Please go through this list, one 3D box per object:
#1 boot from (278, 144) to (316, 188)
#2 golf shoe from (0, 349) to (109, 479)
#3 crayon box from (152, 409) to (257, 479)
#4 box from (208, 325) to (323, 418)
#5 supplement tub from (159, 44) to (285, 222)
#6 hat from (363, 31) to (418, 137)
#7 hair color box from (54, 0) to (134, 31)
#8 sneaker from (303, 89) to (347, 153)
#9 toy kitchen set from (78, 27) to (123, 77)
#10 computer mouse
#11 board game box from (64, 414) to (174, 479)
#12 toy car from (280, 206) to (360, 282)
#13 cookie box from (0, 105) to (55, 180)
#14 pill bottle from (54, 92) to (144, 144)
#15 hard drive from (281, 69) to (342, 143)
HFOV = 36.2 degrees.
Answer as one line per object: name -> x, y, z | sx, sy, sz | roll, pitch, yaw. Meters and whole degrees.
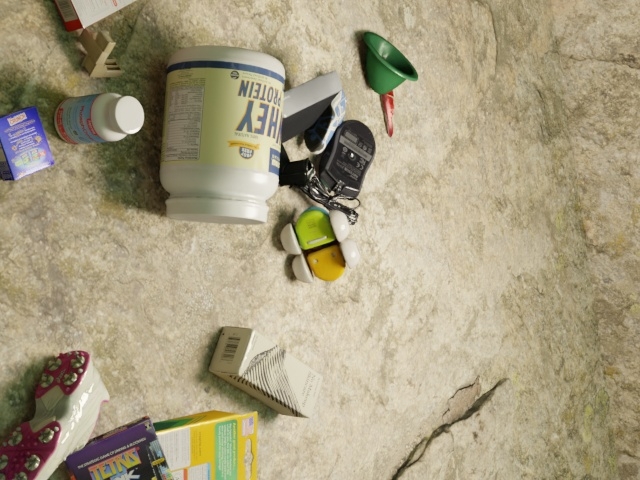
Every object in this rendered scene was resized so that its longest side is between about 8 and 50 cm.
boot -> -0.064, -0.174, 2.211 | 0.045, 0.099, 0.121 | -25, 110, -51
golf shoe -> -0.457, 0.344, 1.700 | 0.140, 0.115, 0.306 | 63, 40, -42
crayon box -> -0.264, 0.462, 1.977 | 0.323, 0.083, 0.203 | -1, 91, -51
box -> -0.116, 0.293, 2.154 | 0.275, 0.094, 0.113 | 39, 61, -44
supplement tub -> -0.195, -0.201, 1.935 | 0.235, 0.235, 0.324 | 8, 84, -52
hat -> 0.137, -0.402, 2.528 | 0.208, 0.183, 0.173 | 50, 28, 16
hair color box -> -0.413, -0.460, 1.803 | 0.167, 0.053, 0.093 | -43, 121, -41
sneaker -> 0.021, -0.290, 2.330 | 0.081, 0.080, 0.211 | 46, 53, -44
toy kitchen set -> -0.400, -0.356, 1.813 | 0.075, 0.083, 0.068 | -10, 57, -52
computer mouse -> 0.044, -0.176, 2.362 | 0.188, 0.072, 0.272 | 36, 57, -16
board game box -> -0.368, 0.420, 1.789 | 0.170, 0.048, 0.141 | -22, 99, -16
toy car -> 0.000, 0.000, 2.281 | 0.136, 0.159, 0.182 | -92, 162, -63
cookie box -> -0.518, -0.167, 1.681 | 0.092, 0.040, 0.107 | -33, 116, -46
pill bottle -> -0.393, -0.218, 1.743 | 0.087, 0.160, 0.087 | 0, 90, -52
hard drive -> -0.059, -0.282, 2.163 | 0.054, 0.172, 0.255 | 49, 40, 6
